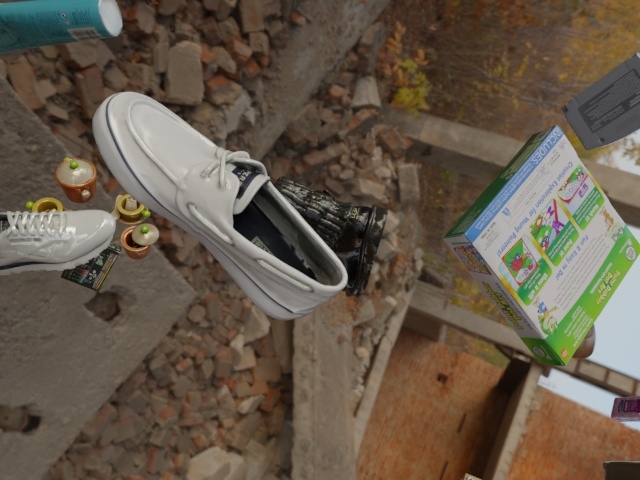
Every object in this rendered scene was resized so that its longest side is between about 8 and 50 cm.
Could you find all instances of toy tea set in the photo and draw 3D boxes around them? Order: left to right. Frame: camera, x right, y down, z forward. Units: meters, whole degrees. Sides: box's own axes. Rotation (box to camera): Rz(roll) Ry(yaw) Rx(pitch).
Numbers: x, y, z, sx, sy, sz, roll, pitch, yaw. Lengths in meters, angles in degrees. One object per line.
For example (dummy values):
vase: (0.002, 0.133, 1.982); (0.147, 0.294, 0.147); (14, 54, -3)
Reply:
toy tea set: (-0.551, -0.086, 1.345); (0.124, 0.336, 0.200); (111, 0, -54)

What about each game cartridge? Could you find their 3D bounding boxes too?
game cartridge: (0.258, -0.117, 0.466); (0.017, 0.056, 0.083); (-13, 163, -36)

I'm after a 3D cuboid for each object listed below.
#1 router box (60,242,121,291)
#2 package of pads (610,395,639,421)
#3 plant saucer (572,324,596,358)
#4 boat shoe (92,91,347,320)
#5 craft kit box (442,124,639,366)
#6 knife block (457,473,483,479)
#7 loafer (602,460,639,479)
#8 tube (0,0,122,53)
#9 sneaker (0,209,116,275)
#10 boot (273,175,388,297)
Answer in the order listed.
router box: (-0.543, 0.050, 1.274); (0.122, 0.092, 0.038); (-56, -155, 13)
package of pads: (0.674, 0.367, 1.166); (0.050, 0.032, 0.083); (-65, -171, -24)
plant saucer: (0.488, 0.147, 1.099); (0.198, 0.198, 0.036); (-43, 167, -50)
boat shoe: (-0.077, -0.040, 0.468); (0.084, 0.258, 0.095); (-32, -159, 44)
craft kit box: (0.332, 0.005, 0.780); (0.250, 0.247, 0.061); (-44, -170, -21)
knife block: (0.281, 0.586, 1.041); (0.276, 0.088, 0.242); (-52, 154, -50)
loafer: (0.326, 0.266, 0.552); (0.220, 0.078, 0.080); (-44, 169, 27)
tube: (-0.371, -0.288, 0.715); (0.080, 0.207, 0.052); (75, 17, -52)
sneaker: (-0.442, -0.008, 0.840); (0.095, 0.235, 0.090); (78, -2, -54)
boot: (0.001, -0.004, 1.244); (0.348, 0.260, 0.131); (100, 5, -56)
